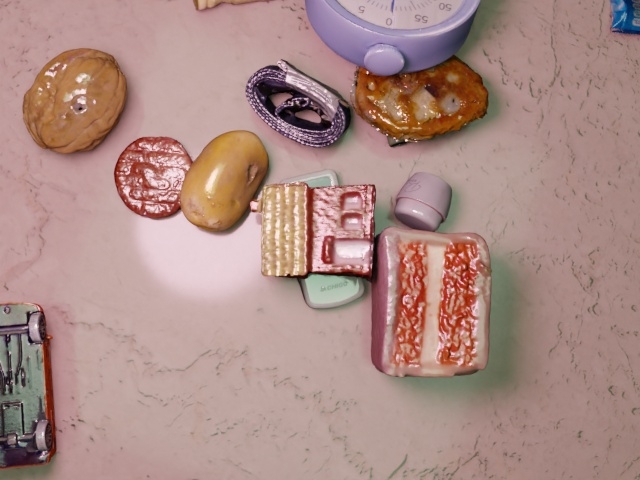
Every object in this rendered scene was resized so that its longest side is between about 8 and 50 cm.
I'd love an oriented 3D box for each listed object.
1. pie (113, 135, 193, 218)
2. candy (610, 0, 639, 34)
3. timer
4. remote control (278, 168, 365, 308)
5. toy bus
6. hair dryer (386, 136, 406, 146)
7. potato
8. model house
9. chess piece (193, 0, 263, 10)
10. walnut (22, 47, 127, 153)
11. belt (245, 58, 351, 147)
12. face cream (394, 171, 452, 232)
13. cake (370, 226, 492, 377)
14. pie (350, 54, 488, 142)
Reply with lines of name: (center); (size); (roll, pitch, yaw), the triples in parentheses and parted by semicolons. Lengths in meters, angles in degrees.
pie: (-0.360, -0.138, 1.761); (0.182, 0.049, 0.182); (0, 88, -2)
candy: (0.696, -0.528, 1.835); (0.088, 0.038, 0.136); (1, 76, -5)
timer: (0.152, -0.518, 1.692); (0.395, 0.173, 0.395); (3, 64, -6)
remote control: (0.000, 0.000, 1.760); (0.140, 0.056, 0.296); (-13, 85, -1)
toy bus: (-0.622, 0.292, 1.667); (0.143, 0.153, 0.329); (-5, 87, -4)
hair dryer: (0.215, -0.257, 1.796); (0.150, 0.047, 0.071); (-12, 85, -9)
potato: (-0.206, -0.131, 1.716); (0.146, 0.150, 0.234); (28, 78, 4)
model house: (-0.019, -0.015, 1.655); (0.254, 0.160, 0.196); (2, 86, 1)
chess piece: (-0.183, -0.563, 1.792); (0.200, 0.090, 0.090); (-10, 86, -14)
walnut: (-0.510, -0.291, 1.698); (0.198, 0.198, 0.245); (36, 86, 1)
belt: (-0.044, -0.296, 1.749); (0.230, 0.126, 0.139); (30, 109, 0)
face cream: (0.222, -0.081, 1.744); (0.117, 0.117, 0.104); (25, 77, 0)
cake: (0.219, 0.133, 1.676); (0.237, 0.230, 0.309); (1, 87, 0)
pie: (0.200, -0.327, 1.747); (0.308, 0.085, 0.308); (2, 67, -5)
